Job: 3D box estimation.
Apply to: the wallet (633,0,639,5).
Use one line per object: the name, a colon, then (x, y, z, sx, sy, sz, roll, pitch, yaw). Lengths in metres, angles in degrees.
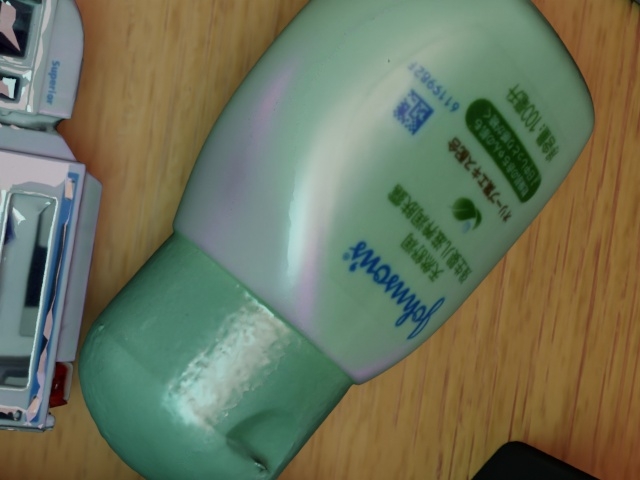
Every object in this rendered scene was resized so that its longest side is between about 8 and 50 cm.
wallet: (0.302, -0.233, 0.813, 0.142, 0.045, 0.204, 34, 87, -15)

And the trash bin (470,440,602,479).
trash bin: (0.149, 0.232, 0.721, 0.115, 0.225, 0.165, 42, 85, -12)

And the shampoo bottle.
shampoo bottle: (0.000, 0.000, 0.697, 0.349, 0.151, 0.222, -49, 136, -5)

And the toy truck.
toy truck: (-0.207, -0.032, 0.677, 0.155, 0.124, 0.267, 9, 94, -20)
